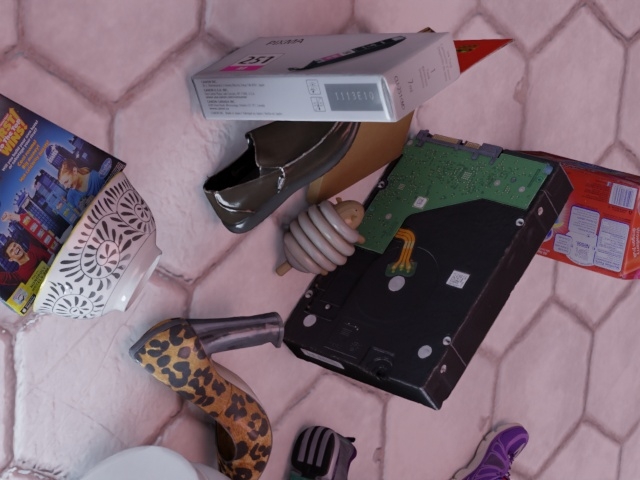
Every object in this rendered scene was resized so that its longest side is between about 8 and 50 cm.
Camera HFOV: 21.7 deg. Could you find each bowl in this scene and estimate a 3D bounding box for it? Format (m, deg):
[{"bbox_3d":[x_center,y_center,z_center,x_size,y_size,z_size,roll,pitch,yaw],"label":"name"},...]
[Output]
[{"bbox_3d":[-0.214,0.021,1.705,0.170,0.080,0.170,-59,179,-2],"label":"bowl"}]

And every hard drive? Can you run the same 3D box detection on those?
[{"bbox_3d":[0.131,0.027,2.051,0.339,0.237,0.064,-58,138,-19],"label":"hard drive"}]

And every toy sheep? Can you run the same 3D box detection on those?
[{"bbox_3d":[0.000,0.000,2.012,0.132,0.091,0.091,-44,138,6],"label":"toy sheep"}]

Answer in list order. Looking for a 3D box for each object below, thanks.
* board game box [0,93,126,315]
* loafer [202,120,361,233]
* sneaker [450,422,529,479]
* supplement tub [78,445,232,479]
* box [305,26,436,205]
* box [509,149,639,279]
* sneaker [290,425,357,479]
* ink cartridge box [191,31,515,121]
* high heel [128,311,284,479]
[{"bbox_3d":[-0.312,-0.059,1.652,0.194,0.060,0.194,-58,137,-17],"label":"board game box"},{"bbox_3d":[-0.044,-0.098,1.876,0.220,0.080,0.078,-44,128,11],"label":"loafer"},{"bbox_3d":[0.257,0.338,2.432,0.170,0.071,0.068,-46,133,-29],"label":"sneaker"},{"bbox_3d":[-0.141,0.389,1.874,0.228,0.228,0.316,-57,138,-19],"label":"supplement tub"},{"bbox_3d":[0.060,-0.147,2.010,0.164,0.021,0.201,-32,151,-37],"label":"box"},{"bbox_3d":[0.347,-0.038,2.258,0.122,0.257,0.128,0,103,-47],"label":"box"},{"bbox_3d":[-0.003,0.351,2.135,0.098,0.083,0.224,23,85,-55],"label":"sneaker"},{"bbox_3d":[0.037,-0.199,1.831,0.239,0.275,0.060,-37,120,-42],"label":"ink cartridge box"},{"bbox_3d":[-0.147,0.203,1.936,0.186,0.093,0.261,-5,116,-29],"label":"high heel"}]
